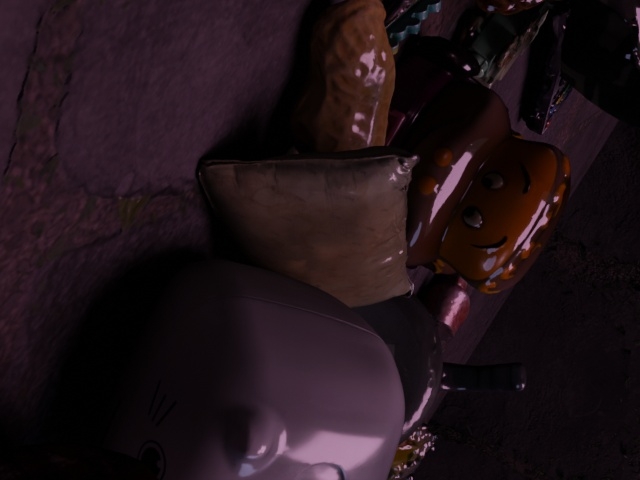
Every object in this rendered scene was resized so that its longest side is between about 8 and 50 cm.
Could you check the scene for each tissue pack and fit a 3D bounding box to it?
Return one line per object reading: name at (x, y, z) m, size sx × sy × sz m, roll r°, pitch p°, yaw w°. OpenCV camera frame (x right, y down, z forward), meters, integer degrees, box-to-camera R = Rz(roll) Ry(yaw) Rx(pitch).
tissue pack at (-0.075, 0.203, 0.790) m, size 0.229 × 0.236 × 0.333 m, roll 17°, pitch 107°, yaw -27°

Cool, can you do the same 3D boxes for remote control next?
remote control at (0.410, -0.322, 1.596) m, size 0.145 × 0.062 × 0.399 m, roll -53°, pitch 163°, yaw -15°

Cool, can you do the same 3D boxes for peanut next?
peanut at (0.019, -0.132, 0.839) m, size 0.083 × 0.093 × 0.194 m, roll -88°, pitch -179°, yaw -50°

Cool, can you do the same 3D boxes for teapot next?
teapot at (0.073, 0.143, 1.165) m, size 0.305 × 0.223 × 0.285 m, roll -24°, pitch 168°, yaw 0°

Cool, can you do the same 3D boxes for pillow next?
pillow at (0.000, 0.000, 0.886) m, size 0.302 × 0.184 × 0.075 m, roll 81°, pitch 6°, yaw -64°

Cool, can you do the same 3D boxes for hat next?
hat at (0.370, -0.353, 1.073) m, size 0.382 × 0.257 × 0.366 m, roll -66°, pitch 163°, yaw 1°

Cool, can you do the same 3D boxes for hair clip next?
hair clip at (0.080, -0.221, 0.913) m, size 0.173 × 0.049 × 0.049 m, roll -50°, pitch 160°, yaw -28°

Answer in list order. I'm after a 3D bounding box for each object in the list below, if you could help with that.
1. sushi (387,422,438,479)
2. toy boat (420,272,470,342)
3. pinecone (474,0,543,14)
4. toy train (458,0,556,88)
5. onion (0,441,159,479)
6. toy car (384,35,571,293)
sushi at (0.047, 0.272, 1.418) m, size 0.225 × 0.219 × 0.238 m, roll 24°, pitch 129°, yaw -38°
toy boat at (0.279, 0.066, 1.882) m, size 0.206 × 0.096 × 0.282 m, roll 88°, pitch 24°, yaw -70°
pinecone at (0.175, -0.296, 0.837) m, size 0.212 × 0.168 × 0.186 m, roll 3°, pitch 100°, yaw -74°
toy train at (0.239, -0.269, 1.207) m, size 0.194 × 0.080 × 0.125 m, roll -53°, pitch 166°, yaw -22°
onion at (-0.226, 0.296, 0.585) m, size 0.260 × 0.282 × 0.337 m, roll -10°, pitch 150°, yaw -41°
toy car at (0.162, -0.059, 1.073) m, size 0.271 × 0.240 × 0.340 m, roll -60°, pitch 163°, yaw 4°
